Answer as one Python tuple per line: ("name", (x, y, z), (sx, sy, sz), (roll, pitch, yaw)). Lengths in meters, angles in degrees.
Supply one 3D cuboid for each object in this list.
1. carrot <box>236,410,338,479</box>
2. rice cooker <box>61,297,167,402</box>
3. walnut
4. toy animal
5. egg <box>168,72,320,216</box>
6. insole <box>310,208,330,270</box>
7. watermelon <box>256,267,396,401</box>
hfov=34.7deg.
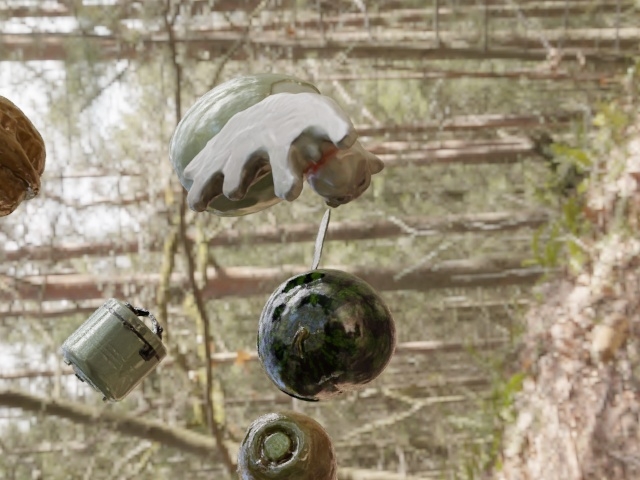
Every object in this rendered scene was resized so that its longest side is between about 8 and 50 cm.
("carrot", (-0.066, 0.527, 2.339), (0.341, 0.224, 0.224), (72, -171, -56))
("rice cooker", (-0.517, 0.274, 2.603), (0.244, 0.226, 0.226), (-49, -4, -15))
("walnut", (-0.649, -0.165, 1.994), (0.257, 0.257, 0.224), (101, -166, -60))
("toy animal", (-0.061, -0.120, 1.726), (0.308, 0.188, 0.266), (-47, 54, 14))
("egg", (-0.137, -0.209, 2.143), (0.278, 0.336, 0.278), (54, -169, -16))
("insole", (0.000, 0.000, 2.084), (0.193, 0.006, 0.065), (-77, 12, -48))
("watermelon", (0.010, 0.177, 1.943), (0.269, 0.269, 0.269), (178, 90, -82))
